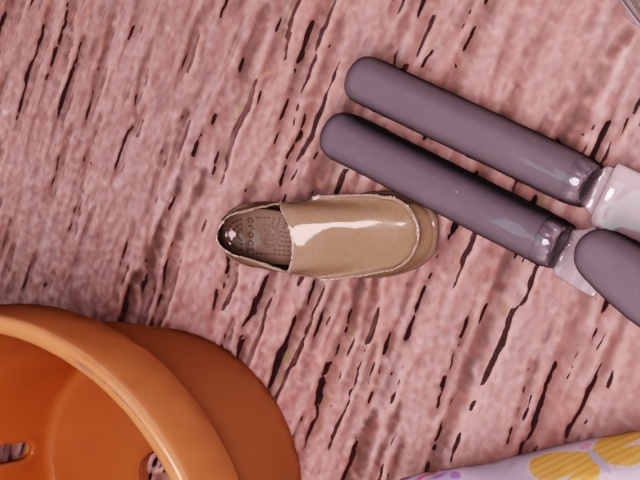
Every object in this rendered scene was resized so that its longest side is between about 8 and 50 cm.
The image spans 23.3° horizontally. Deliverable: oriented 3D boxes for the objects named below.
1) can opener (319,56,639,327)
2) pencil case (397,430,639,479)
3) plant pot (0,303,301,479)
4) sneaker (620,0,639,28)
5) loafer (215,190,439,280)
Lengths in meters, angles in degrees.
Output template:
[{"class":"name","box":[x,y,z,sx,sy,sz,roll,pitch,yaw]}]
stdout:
[{"class":"can opener","box":[0.122,-0.024,0.863,0.280,0.093,0.074,29,99,25]},{"class":"pencil case","box":[0.170,0.167,0.854,0.273,0.113,0.124,-14,111,27]},{"class":"plant pot","box":[-0.141,0.169,0.955,0.291,0.203,0.291,4,100,26]},{"class":"sneaker","box":[0.248,-0.078,0.781,0.271,0.108,0.100,40,111,14]},{"class":"loafer","box":[0.000,0.000,0.945,0.148,0.050,0.056,-5,96,27]}]
